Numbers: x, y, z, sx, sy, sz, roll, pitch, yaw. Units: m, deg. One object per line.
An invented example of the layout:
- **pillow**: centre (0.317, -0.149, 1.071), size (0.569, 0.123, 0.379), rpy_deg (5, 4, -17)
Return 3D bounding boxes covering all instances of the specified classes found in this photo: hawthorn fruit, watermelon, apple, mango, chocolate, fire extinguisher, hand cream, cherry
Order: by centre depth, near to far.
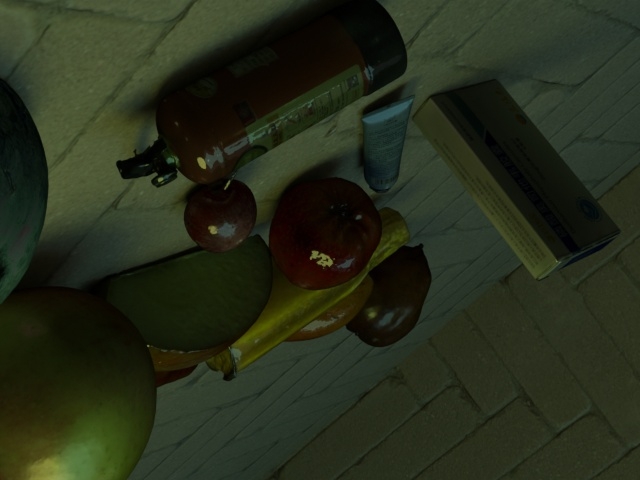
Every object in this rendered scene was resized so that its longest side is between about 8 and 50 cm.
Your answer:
- **watermelon**: centre (-0.344, -0.035, 1.052), size (0.188, 0.175, 0.322), rpy_deg (-42, 164, 25)
- **fire extinguisher**: centre (-0.082, -0.147, 1.374), size (0.376, 0.113, 0.200), rpy_deg (-30, 164, -18)
- **apple**: centre (-0.365, 0.214, 1.493), size (0.277, 0.319, 0.319), rpy_deg (-21, 159, -50)
- **cherry**: centre (-0.135, -0.060, 1.579), size (0.107, 0.090, 0.225), rpy_deg (-21, 150, -22)
- **apple**: centre (-0.226, 0.106, 1.790), size (0.346, 0.254, 0.179), rpy_deg (-20, 118, -42)
- **hawthorn fruit**: centre (0.000, 0.000, 1.852), size (0.179, 0.179, 0.200), rpy_deg (-25, 159, -33)
- **hand cream**: centre (0.104, -0.154, 1.852), size (0.091, 0.058, 0.271), rpy_deg (-21, 158, -8)
- **chocolate**: centre (-0.025, 0.081, 2.067), size (0.445, 0.162, 0.162), rpy_deg (-29, 163, -25)
- **mango**: centre (-0.018, 0.109, 2.195), size (0.252, 0.154, 0.126), rpy_deg (-16, 168, -13)
- **hawthorn fruit**: centre (0.134, 0.092, 2.397), size (0.248, 0.208, 0.208), rpy_deg (-49, 167, -11)

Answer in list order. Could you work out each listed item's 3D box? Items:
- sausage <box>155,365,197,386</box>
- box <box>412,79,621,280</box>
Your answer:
- **sausage**: centre (-0.287, 0.209, 1.970), size (0.083, 0.089, 0.300), rpy_deg (-29, 173, 15)
- **box**: centre (0.323, -0.107, 1.892), size (0.200, 0.343, 0.065), rpy_deg (-20, 158, -44)
